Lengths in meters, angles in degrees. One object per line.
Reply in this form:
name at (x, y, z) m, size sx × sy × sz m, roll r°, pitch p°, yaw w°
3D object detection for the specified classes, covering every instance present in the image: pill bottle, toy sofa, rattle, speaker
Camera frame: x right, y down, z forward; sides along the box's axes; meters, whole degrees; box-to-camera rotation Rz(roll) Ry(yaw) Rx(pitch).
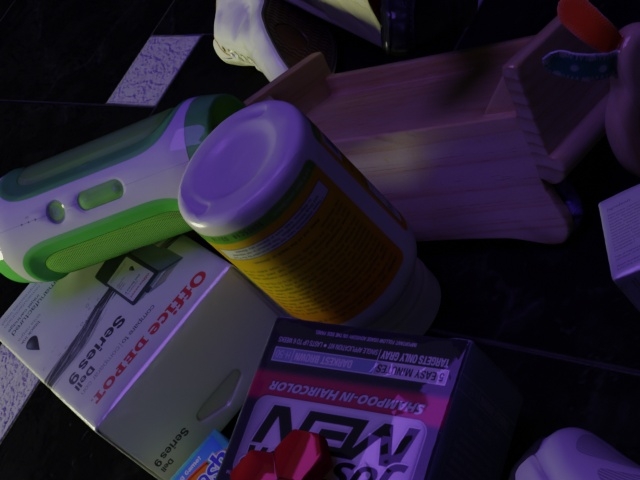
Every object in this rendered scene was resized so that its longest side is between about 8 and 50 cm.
pill bottle at (0.000, 0.000, 1.245) m, size 0.136 × 0.246 × 0.136 m, roll -27°, pitch 40°, yaw 25°
toy sofa at (0.108, -0.100, 1.347) m, size 0.363 × 0.177 × 0.150 m, roll -5°, pitch 28°, yaw 42°
rattle at (0.285, -0.113, 1.109) m, size 0.130 × 0.200 × 0.142 m, roll -42°, pitch 36°, yaw 6°
speaker at (-0.198, -0.048, 1.389) m, size 0.297 × 0.131 × 0.131 m, roll -18°, pitch 44°, yaw 28°

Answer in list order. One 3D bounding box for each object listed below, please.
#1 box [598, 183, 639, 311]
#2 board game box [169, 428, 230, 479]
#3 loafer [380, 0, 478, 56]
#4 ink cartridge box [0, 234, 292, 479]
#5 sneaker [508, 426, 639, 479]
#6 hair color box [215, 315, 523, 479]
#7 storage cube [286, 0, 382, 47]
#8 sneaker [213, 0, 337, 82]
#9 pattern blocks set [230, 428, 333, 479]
box at (0.285, 0.008, 1.076) m, size 0.102 × 0.101 × 0.087 m, roll -26°, pitch 40°, yaw 26°
board game box at (-0.087, 0.281, 1.231) m, size 0.160 × 0.047 × 0.210 m, roll -50°, pitch 36°, yaw -6°
loafer at (0.106, -0.223, 1.288) m, size 0.078 × 0.076 × 0.223 m, roll 6°, pitch 26°, yaw 14°
ink cartridge box at (-0.187, 0.091, 1.449) m, size 0.211 × 0.121 × 0.289 m, roll -51°, pitch 36°, yaw -9°
sneaker at (0.312, 0.177, 0.790) m, size 0.257 × 0.169 × 0.447 m, roll -57°, pitch 39°, yaw 7°
hair color box at (0.004, 0.255, 1.058) m, size 0.185 × 0.113 × 0.374 m, roll 5°, pitch 65°, yaw 35°
storage cube at (0.043, -0.361, 1.558) m, size 0.215 × 0.183 × 0.193 m, roll 29°, pitch 77°, yaw 27°
sneaker at (-0.062, -0.235, 1.684) m, size 0.123 × 0.106 × 0.290 m, roll -59°, pitch 32°, yaw 29°
pattern blocks set at (-0.101, 0.308, 0.995) m, size 0.325 × 0.026 × 0.285 m, roll -31°, pitch 48°, yaw 13°
